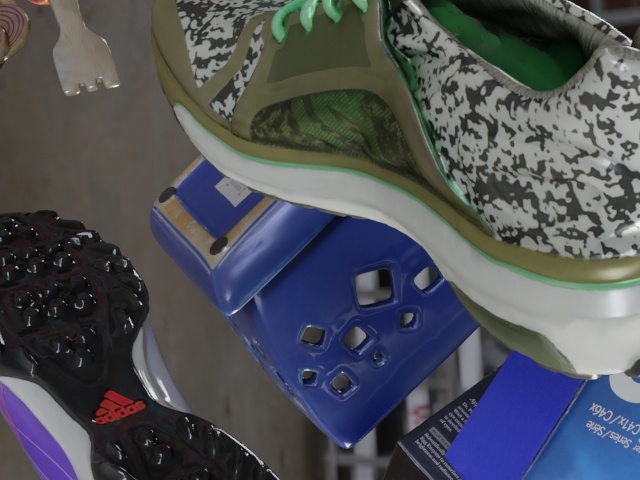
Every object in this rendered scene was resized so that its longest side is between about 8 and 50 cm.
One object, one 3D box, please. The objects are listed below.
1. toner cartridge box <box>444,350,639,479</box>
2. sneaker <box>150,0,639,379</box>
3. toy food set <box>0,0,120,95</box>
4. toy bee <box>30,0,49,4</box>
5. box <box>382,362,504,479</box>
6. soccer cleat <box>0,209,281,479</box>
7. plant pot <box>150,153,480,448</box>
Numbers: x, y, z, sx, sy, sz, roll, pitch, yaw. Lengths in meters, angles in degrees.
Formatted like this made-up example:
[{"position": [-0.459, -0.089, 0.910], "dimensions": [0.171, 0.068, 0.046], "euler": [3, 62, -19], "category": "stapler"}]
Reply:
[{"position": [0.261, 0.145, 1.038], "dimensions": [0.348, 0.165, 0.075], "euler": [26, 11, -30], "category": "toner cartridge box"}, {"position": [0.052, -0.102, 0.824], "dimensions": [0.158, 0.410, 0.182], "euler": [-32, 132, -28], "category": "sneaker"}, {"position": [-0.202, -0.102, 0.764], "dimensions": [0.038, 0.192, 0.132], "euler": [92, -22, -56], "category": "toy food set"}, {"position": [-0.165, -0.341, 1.349], "dimensions": [0.162, 0.298, 0.195], "euler": [53, -3, 4], "category": "toy bee"}, {"position": [0.135, 0.194, 1.378], "dimensions": [0.093, 0.158, 0.156], "euler": [47, -29, 20], "category": "box"}, {"position": [-0.113, 0.104, 0.846], "dimensions": [0.318, 0.109, 0.116], "euler": [47, -39, 38], "category": "soccer cleat"}, {"position": [0.000, 0.000, 1.435], "dimensions": [0.212, 0.236, 0.236], "euler": [47, -2, -30], "category": "plant pot"}]
